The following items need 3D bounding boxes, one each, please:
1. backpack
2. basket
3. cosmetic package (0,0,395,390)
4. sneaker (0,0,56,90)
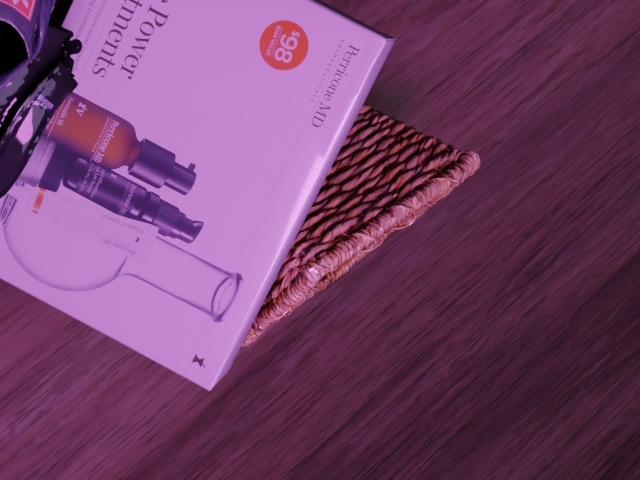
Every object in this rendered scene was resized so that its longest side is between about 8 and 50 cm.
[{"bbox_3d":[-0.315,-0.126,1.353,0.152,0.115,0.182,14,102,-28],"label":"backpack"},{"bbox_3d":[0.000,0.000,1.650,0.299,0.223,0.213,-35,144,-40],"label":"basket"},{"bbox_3d":[-0.139,-0.089,1.432,0.377,0.284,0.097,-64,178,11],"label":"cosmetic package"},{"bbox_3d":[-0.244,-0.226,1.192,0.131,0.148,0.350,26,98,-30],"label":"sneaker"}]
